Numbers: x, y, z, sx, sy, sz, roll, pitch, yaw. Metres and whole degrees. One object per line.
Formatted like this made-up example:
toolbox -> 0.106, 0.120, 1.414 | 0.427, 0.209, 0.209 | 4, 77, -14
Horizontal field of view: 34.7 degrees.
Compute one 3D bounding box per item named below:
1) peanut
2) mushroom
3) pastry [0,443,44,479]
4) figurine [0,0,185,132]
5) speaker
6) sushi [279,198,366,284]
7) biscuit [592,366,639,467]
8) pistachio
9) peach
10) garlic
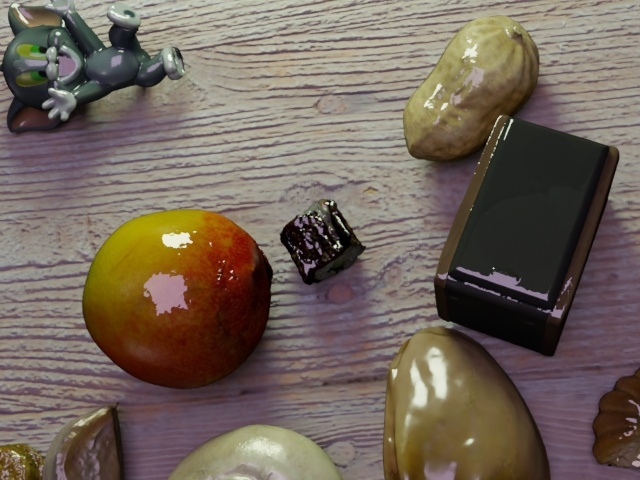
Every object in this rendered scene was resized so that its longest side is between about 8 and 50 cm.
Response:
peanut -> 0.194, -0.191, 1.316 | 0.129, 0.129, 0.224 | 35, 86, 17
mushroom -> -0.088, 0.338, 1.194 | 0.246, 0.202, 0.246 | -4, 79, 20
pastry -> -0.412, 0.314, 1.334 | 0.109, 0.057, 0.097 | -32, 74, 3
figurine -> -0.328, -0.262, 1.431 | 0.265, 0.140, 0.193 | -9, 97, -4
speaker -> 0.247, -0.006, 1.228 | 0.153, 0.192, 0.230 | 19, 75, 16
sushi -> 0.000, 0.001, 1.317 | 0.094, 0.098, 0.084 | -35, 69, 5
biscuit -> 0.404, 0.202, 1.208 | 0.183, 0.061, 0.118 | -16, 72, 7
pistachio -> 0.173, 0.225, 1.204 | 0.213, 0.163, 0.260 | 20, 54, -23
peach -> -0.173, 0.070, 1.278 | 0.231, 0.231, 0.231 | -3, 75, 10
garlic -> -0.301, 0.307, 1.303 | 0.101, 0.087, 0.195 | -5, 72, -4
